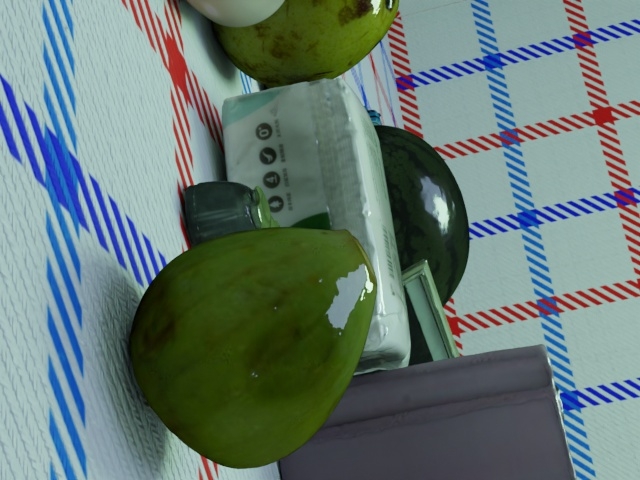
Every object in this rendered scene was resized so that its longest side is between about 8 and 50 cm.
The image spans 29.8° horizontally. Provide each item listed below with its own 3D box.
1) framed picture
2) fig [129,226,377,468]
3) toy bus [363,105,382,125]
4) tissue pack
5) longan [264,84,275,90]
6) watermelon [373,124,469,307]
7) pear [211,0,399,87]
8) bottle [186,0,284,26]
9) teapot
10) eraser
[{"bbox_3d":[0.100,0.175,1.865,0.018,0.231,0.293,55,-7,41],"label":"framed picture"},{"bbox_3d":[-0.062,0.083,1.070,0.207,0.230,0.207,27,31,-18],"label":"fig"},{"bbox_3d":[0.099,-0.164,2.593,0.134,0.114,0.246,-95,170,-59],"label":"toy bus"},{"bbox_3d":[-0.002,0.000,1.585,0.266,0.194,0.356,47,33,-72],"label":"tissue pack"},{"bbox_3d":[-0.047,-0.257,1.953,0.113,0.092,0.113,0,90,-82],"label":"longan"},{"bbox_3d":[0.095,-0.029,1.911,0.279,0.279,0.359,-81,155,-64],"label":"watermelon"},{"bbox_3d":[-0.024,-0.346,1.698,0.283,0.284,0.283,-13,90,-80],"label":"pear"},{"bbox_3d":[-0.132,-0.356,1.464,0.236,0.148,0.147,15,63,-74],"label":"bottle"},{"bbox_3d":[-0.097,-0.025,1.377,0.124,0.091,0.092,22,57,-77],"label":"teapot"},{"bbox_3d":[0.138,0.294,1.516,0.122,0.359,0.272,44,36,-74],"label":"eraser"}]
